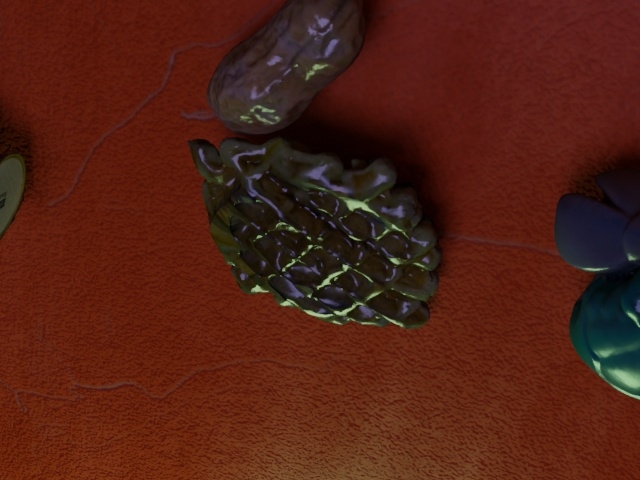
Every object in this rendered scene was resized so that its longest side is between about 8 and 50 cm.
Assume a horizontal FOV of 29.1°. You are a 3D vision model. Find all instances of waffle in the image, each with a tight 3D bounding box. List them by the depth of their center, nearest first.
[{"bbox_3d":[0.000,0.002,1.019,0.204,0.054,0.223,7,142,18],"label":"waffle"}]

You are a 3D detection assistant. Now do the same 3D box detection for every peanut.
[{"bbox_3d":[-0.026,-0.134,0.930,0.080,0.080,0.174,44,134,-10],"label":"peanut"}]

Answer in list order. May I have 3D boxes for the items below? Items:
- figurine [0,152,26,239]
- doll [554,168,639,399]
[{"bbox_3d":[-0.411,-0.076,1.131,0.263,0.142,0.189,20,110,8],"label":"figurine"},{"bbox_3d":[0.268,0.052,0.863,0.195,0.153,0.258,46,176,-28],"label":"doll"}]
